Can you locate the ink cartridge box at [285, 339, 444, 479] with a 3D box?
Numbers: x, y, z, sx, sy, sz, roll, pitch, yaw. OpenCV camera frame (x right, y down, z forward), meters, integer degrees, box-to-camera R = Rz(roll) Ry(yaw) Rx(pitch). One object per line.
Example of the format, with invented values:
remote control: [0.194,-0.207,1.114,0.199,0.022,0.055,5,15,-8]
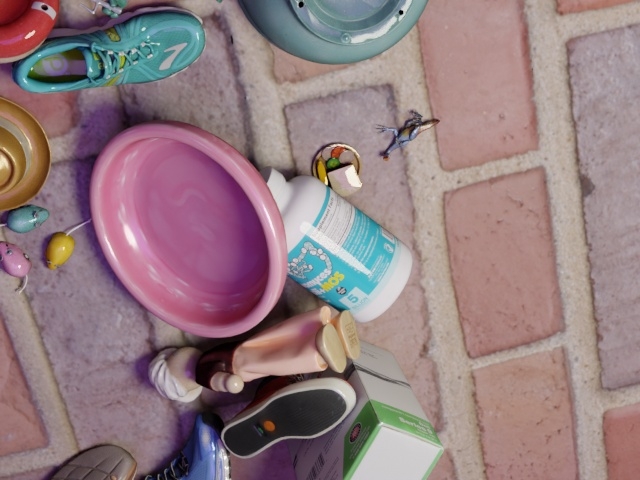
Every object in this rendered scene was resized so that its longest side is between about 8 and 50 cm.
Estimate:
ink cartridge box: [0.056,0.307,1.600,0.121,0.289,0.211,23,107,-20]

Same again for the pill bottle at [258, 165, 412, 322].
pill bottle: [0.000,0.000,1.544,0.264,0.146,0.146,36,102,-19]

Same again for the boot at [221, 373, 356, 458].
boot: [-0.028,0.236,1.601,0.244,0.176,0.088,-26,103,33]

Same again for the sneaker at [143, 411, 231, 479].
sneaker: [-0.240,0.428,1.689,0.147,0.130,0.330,14,109,-17]

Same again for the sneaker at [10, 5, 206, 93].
sneaker: [-0.290,-0.250,1.419,0.275,0.110,0.107,-14,113,-4]

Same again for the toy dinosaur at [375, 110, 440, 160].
toy dinosaur: [0.131,-0.152,1.563,0.090,0.047,0.082,13,128,-24]

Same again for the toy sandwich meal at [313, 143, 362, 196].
toy sandwich meal: [0.028,-0.106,1.569,0.085,0.029,0.086,-3,112,-8]

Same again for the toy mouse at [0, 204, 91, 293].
toy mouse: [-0.446,0.003,1.538,0.143,0.031,0.161,29,105,-18]

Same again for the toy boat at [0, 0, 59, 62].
toy boat: [-0.449,-0.337,1.319,0.231,0.151,0.151,25,63,-18]

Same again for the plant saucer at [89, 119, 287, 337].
plant saucer: [-0.180,-0.022,1.470,0.332,0.084,0.332,16,123,26]

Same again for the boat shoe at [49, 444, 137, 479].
boat shoe: [-0.412,0.477,1.701,0.324,0.123,0.116,-49,144,2]

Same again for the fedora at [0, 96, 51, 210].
fedora: [-0.485,-0.116,1.459,0.194,0.079,0.194,-3,112,-7]

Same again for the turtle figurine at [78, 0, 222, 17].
turtle figurine: [-0.233,-0.391,1.365,0.234,0.118,0.175,1,146,-23]

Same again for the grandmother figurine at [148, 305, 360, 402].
grandmother figurine: [-0.112,0.179,1.573,0.342,0.208,0.104,-14,88,24]

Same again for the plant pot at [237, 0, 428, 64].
plant pot: [0.030,-0.366,1.376,0.293,0.196,0.293,-3,112,-8]
